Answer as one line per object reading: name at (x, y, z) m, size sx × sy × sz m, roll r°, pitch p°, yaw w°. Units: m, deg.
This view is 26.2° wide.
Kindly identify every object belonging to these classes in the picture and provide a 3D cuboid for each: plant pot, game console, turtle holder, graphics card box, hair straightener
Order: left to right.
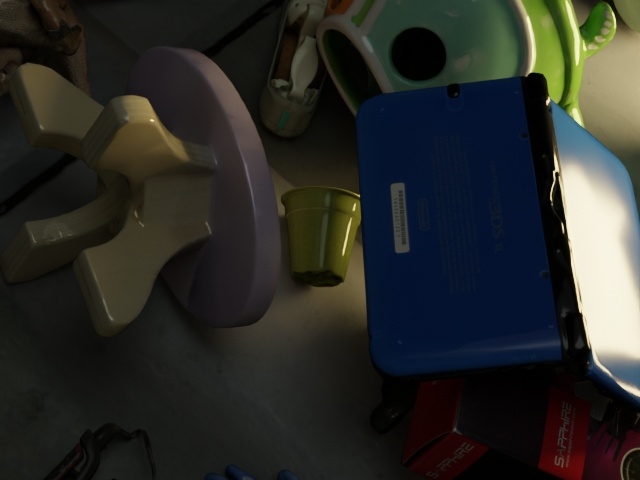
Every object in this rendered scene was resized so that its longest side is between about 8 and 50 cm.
hair straightener at (-0.208, 0.236, 1.109) m, size 0.089 × 0.047 × 0.230 m, roll 39°, pitch 52°, yaw 6°
plant pot at (0.000, 0.000, 1.296) m, size 0.083 × 0.083 × 0.079 m, roll 10°, pitch 70°, yaw -12°
turtle holder at (0.135, -0.184, 1.376) m, size 0.227 × 0.320 × 0.243 m, roll -33°, pitch 37°, yaw -18°
game console at (0.170, 0.018, 1.211) m, size 0.250 × 0.173 × 0.293 m, roll -7°, pitch 55°, yaw 7°
graphics card box at (0.271, 0.164, 1.243) m, size 0.371 × 0.094 × 0.232 m, roll 26°, pitch 50°, yaw -12°

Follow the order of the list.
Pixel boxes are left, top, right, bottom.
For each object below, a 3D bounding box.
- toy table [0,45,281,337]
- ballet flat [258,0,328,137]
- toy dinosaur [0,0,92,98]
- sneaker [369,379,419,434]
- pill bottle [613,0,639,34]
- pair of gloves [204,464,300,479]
toy table at (-0.161, -0.045, 1.186) m, size 0.161 × 0.252 × 0.274 m, roll -5°, pitch 51°, yaw -39°
ballet flat at (-0.012, -0.201, 1.410) m, size 0.072 × 0.068 × 0.213 m, roll 17°, pitch 57°, yaw -7°
toy dinosaur at (-0.313, -0.231, 1.308) m, size 0.296 × 0.127 × 0.200 m, roll 31°, pitch 18°, yaw -18°
sneaker at (0.076, 0.101, 1.275) m, size 0.089 × 0.051 × 0.170 m, roll 43°, pitch 52°, yaw 9°
pill bottle at (0.435, -0.315, 1.601) m, size 0.180 × 0.108 × 0.108 m, roll -32°, pitch 74°, yaw -30°
pair of gloves at (-0.064, 0.275, 1.128) m, size 0.159 × 0.023 × 0.198 m, roll 35°, pitch 57°, yaw 14°
